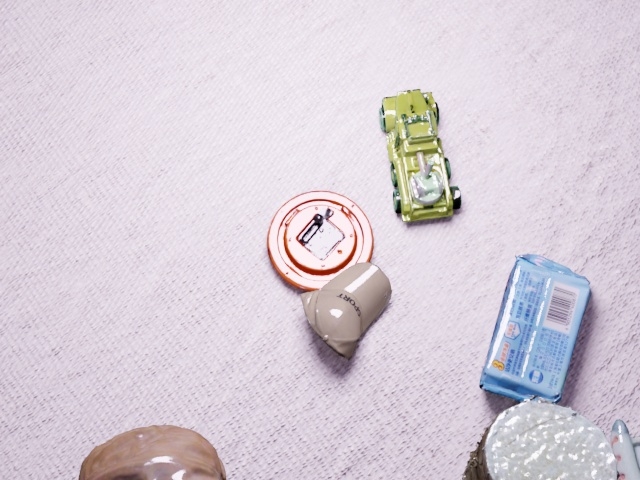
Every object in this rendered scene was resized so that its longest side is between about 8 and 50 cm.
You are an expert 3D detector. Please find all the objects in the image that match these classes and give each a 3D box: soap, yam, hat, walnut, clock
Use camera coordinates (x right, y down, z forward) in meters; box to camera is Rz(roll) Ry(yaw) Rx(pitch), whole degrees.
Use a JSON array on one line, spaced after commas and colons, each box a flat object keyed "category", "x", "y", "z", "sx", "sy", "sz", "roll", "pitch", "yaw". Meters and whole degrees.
[{"category": "soap", "x": 0.396, "y": 0.166, "z": 1.748, "sx": 0.156, "sy": 0.077, "sz": 0.293, "roll": 19, "pitch": 71, "yaw": 7}, {"category": "yam", "x": 0.350, "y": 0.410, "z": 1.546, "sx": 0.241, "sy": 0.348, "sz": 0.241, "roll": -1, "pitch": 59, "yaw": 2}, {"category": "hat", "x": 0.056, "y": 0.115, "z": 1.734, "sx": 0.175, "sy": 0.085, "sz": 0.147, "roll": -45, "pitch": 95, "yaw": -10}, {"category": "walnut", "x": -0.281, "y": 0.431, "z": 1.569, "sx": 0.273, "sy": 0.227, "sz": 0.273, "roll": -1, "pitch": 74, "yaw": 4}, {"category": "clock", "x": 0.000, "y": 0.000, "z": 1.817, "sx": 0.205, "sy": 0.051, "sz": 0.205, "roll": 0, "pitch": 72, "yaw": 0}]

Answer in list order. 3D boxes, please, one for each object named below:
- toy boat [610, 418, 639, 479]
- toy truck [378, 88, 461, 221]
[{"category": "toy boat", "x": 0.589, "y": 0.406, "z": 1.668, "sx": 0.134, "sy": 0.079, "sz": 0.208, "roll": -7, "pitch": 69, "yaw": -6}, {"category": "toy truck", "x": 0.194, "y": -0.178, "z": 1.839, "sx": 0.128, "sy": 0.135, "sz": 0.260, "roll": -7, "pitch": 68, "yaw": -4}]
